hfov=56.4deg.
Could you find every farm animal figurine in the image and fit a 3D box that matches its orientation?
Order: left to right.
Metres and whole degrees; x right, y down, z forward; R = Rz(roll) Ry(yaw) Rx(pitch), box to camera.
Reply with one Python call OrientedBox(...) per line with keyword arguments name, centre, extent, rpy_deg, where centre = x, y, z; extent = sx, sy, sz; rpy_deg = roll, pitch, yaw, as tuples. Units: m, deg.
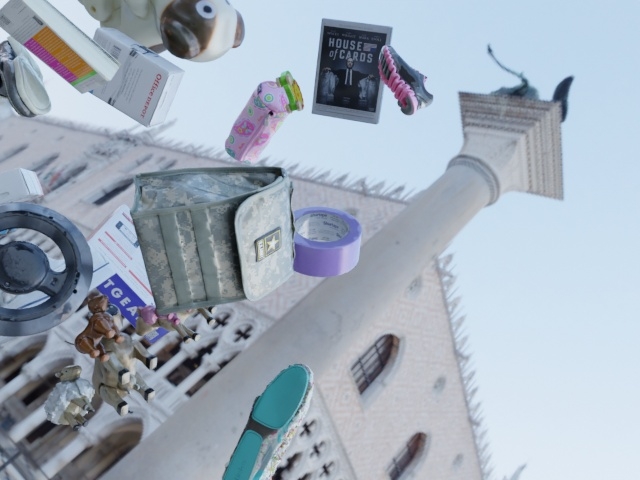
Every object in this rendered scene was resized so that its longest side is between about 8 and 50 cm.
OrientedBox(name="farm animal figurine", centre=(-0.417, 0.218, 1.292), extent=(0.172, 0.330, 0.326), rpy_deg=(32, -72, 30))

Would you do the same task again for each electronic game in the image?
OrientedBox(name="electronic game", centre=(-0.500, 0.046, 0.992), extent=(0.229, 0.229, 0.048), rpy_deg=(52, -30, -4))

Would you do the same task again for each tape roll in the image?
OrientedBox(name="tape roll", centre=(0.000, 0.000, 1.397), extent=(0.189, 0.189, 0.080), rpy_deg=(29, -49, 32))

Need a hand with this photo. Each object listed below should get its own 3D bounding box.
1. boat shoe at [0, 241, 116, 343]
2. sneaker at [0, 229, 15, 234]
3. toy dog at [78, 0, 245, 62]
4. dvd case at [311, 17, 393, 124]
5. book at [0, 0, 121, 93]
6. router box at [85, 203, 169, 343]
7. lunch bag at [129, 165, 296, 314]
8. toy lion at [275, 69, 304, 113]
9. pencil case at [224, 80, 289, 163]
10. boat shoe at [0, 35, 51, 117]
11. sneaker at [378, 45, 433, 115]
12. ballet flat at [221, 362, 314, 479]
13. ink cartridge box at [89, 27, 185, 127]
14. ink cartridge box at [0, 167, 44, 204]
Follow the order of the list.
OrientedBox(name="boat shoe", centre=(-0.589, 0.081, 1.259), extent=(0.136, 0.367, 0.156), rpy_deg=(-32, -83, 25))
OrientedBox(name="sneaker", centre=(-0.931, -0.072, 1.557), extent=(0.341, 0.125, 0.139), rpy_deg=(2, -82, 26))
OrientedBox(name="toy dog", centre=(-0.386, -0.560, 1.455), extent=(0.408, 0.285, 0.394), rpy_deg=(23, -64, 32))
OrientedBox(name="dvd case", centre=(0.077, -0.426, 1.506), extent=(0.180, 0.029, 0.238), rpy_deg=(12, -67, 12))
OrientedBox(name="book", centre=(-0.354, -0.261, 0.796), extent=(0.096, 0.035, 0.144), rpy_deg=(-6, -38, 43))
OrientedBox(name="router box", centre=(-0.535, 0.088, 1.742), extent=(0.335, 0.082, 0.301), rpy_deg=(52, 16, -17))
OrientedBox(name="lunch bag", centre=(-0.183, -0.008, 1.114), extent=(0.168, 0.287, 0.235), rpy_deg=(-111, -165, -53))
OrientedBox(name="toy lion", centre=(-0.062, -0.333, 1.329), extent=(0.034, 0.096, 0.100), rpy_deg=(-13, -58, 16))
OrientedBox(name="pencil case", centre=(-0.183, -0.341, 1.749), extent=(0.124, 0.124, 0.284), rpy_deg=(49, -41, 1))
OrientedBox(name="boat shoe", centre=(-0.454, -0.231, 0.879), extent=(0.233, 0.079, 0.084), rpy_deg=(48, -14, 45))
OrientedBox(name="sneaker", centre=(0.130, -0.244, 0.896), extent=(0.119, 0.057, 0.047), rpy_deg=(65, -17, 14))
OrientedBox(name="ballet flat", centre=(-0.080, 0.311, 0.965), extent=(0.091, 0.240, 0.077), rpy_deg=(25, -14, 32))
OrientedBox(name="ink cartridge box", centre=(-0.419, -0.360, 1.322), extent=(0.191, 0.082, 0.139), rpy_deg=(31, -67, 1))
OrientedBox(name="ink cartridge box", centre=(-0.598, -0.097, 1.139), extent=(0.135, 0.099, 0.056), rpy_deg=(-170, -118, -74))
